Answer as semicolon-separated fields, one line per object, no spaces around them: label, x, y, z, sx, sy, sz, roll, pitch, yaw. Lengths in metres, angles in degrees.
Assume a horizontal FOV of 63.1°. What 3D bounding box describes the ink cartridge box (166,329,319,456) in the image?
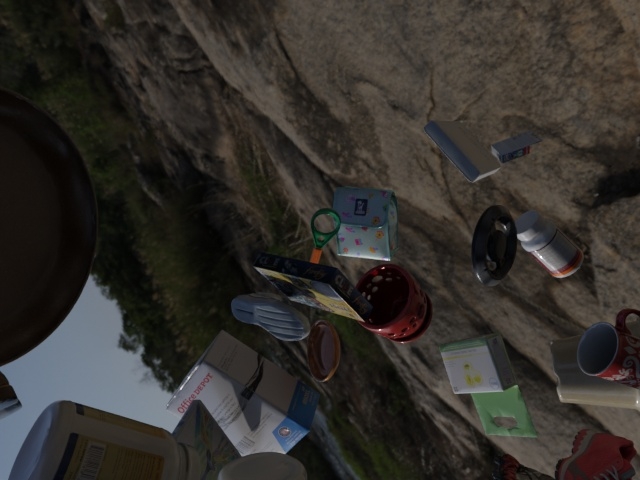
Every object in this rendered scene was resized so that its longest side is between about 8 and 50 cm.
ink cartridge box;-0.247;0.517;1.673;0.395;0.166;0.285;35;119;-7

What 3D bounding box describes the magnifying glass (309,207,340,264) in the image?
magnifying glass;0.000;0.000;1.626;0.026;0.092;0.231;-86;11;-58

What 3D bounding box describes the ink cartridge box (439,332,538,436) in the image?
ink cartridge box;0.377;0.338;1.194;0.171;0.056;0.235;-34;70;60

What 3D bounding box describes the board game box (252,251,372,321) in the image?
board game box;-0.020;0.103;1.180;0.243;0.042;0.165;10;152;43

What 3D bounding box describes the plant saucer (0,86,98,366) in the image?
plant saucer;-0.375;-0.013;0.571;0.050;0.311;0.311;4;135;21

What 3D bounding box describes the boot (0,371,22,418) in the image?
boot;-0.624;0.279;0.954;0.305;0.112;0.115;-41;78;46

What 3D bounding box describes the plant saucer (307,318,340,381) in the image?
plant saucer;0.013;0.359;1.705;0.200;0.037;0.200;-20;68;61

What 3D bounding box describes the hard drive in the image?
hard drive;0.488;-0.309;1.760;0.047;0.353;0.233;-45;79;28

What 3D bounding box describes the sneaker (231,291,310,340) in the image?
sneaker;-0.109;0.170;1.274;0.258;0.091;0.094;14;117;41

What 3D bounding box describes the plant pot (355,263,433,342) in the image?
plant pot;0.210;0.182;1.446;0.174;0.191;0.191;35;-177;-43

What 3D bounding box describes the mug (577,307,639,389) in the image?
mug;0.640;0.232;1.050;0.113;0.169;0.150;-81;15;-61

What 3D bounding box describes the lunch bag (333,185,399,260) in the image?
lunch bag;0.167;-0.072;1.912;0.223;0.160;0.262;7;121;24

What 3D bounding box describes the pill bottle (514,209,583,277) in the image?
pill bottle;0.723;0.010;1.665;0.221;0.121;0.121;40;167;-14

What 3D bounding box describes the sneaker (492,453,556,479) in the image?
sneaker;0.328;0.418;0.820;0.135;0.098;0.276;19;178;23

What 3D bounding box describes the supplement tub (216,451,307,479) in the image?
supplement tub;-0.127;0.680;1.177;0.207;0.207;0.338;-177;84;-69

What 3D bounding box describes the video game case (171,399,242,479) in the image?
video game case;-0.337;0.675;1.465;0.036;0.300;0.329;-14;117;28

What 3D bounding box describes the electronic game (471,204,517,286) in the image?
electronic game;0.487;0.015;1.458;0.048;0.229;0.229;9;131;46

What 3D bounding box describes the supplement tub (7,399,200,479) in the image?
supplement tub;-0.427;0.472;1.046;0.316;0.228;0.228;31;177;-29

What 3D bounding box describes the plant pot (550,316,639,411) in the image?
plant pot;0.989;0.449;1.837;0.305;0.334;0.334;-9;120;24

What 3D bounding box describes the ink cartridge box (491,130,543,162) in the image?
ink cartridge box;0.521;-0.249;1.382;0.063;0.115;0.029;-110;0;-50

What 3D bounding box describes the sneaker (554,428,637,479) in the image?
sneaker;0.650;0.542;1.215;0.136;0.313;0.116;-17;96;43
